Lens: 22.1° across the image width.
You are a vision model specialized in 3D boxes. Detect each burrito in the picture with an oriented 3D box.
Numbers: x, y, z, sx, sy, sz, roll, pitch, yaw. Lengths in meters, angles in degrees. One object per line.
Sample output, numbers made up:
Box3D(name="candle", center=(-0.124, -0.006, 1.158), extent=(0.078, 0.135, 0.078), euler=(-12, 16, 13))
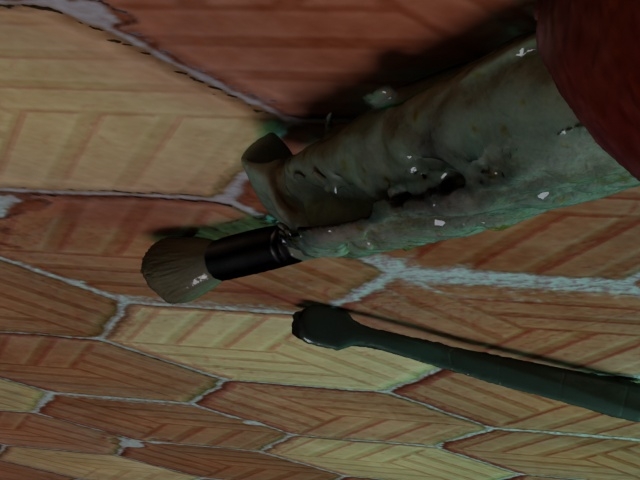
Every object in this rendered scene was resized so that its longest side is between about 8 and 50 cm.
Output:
Box3D(name="burrito", center=(0.071, -0.040, 0.690), extent=(0.096, 0.066, 0.309), euler=(12, 165, -33))

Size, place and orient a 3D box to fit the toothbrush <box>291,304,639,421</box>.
Box3D(name="toothbrush", center=(0.115, 0.090, 1.180), extent=(0.297, 0.030, 0.030), euler=(14, 171, -21))

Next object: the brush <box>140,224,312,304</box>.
Box3D(name="brush", center=(0.000, 0.000, 0.920), extent=(0.299, 0.039, 0.042), euler=(-11, 117, 43))

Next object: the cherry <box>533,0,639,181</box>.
Box3D(name="cherry", center=(0.179, -0.062, 0.356), extent=(0.239, 0.206, 0.239), euler=(34, -173, -5))
